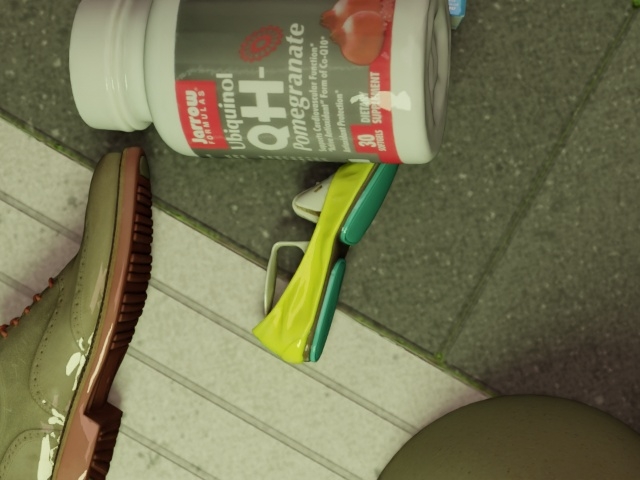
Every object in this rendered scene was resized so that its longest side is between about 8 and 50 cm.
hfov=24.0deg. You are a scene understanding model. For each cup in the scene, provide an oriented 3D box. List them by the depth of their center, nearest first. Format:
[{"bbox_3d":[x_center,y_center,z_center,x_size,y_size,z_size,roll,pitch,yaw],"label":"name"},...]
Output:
[{"bbox_3d":[0.196,0.300,1.285,0.331,0.237,0.331,0,86,-1],"label":"cup"}]

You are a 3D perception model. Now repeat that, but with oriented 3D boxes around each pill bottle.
[{"bbox_3d":[-0.051,-0.160,1.339,0.318,0.176,0.176,2,85,13],"label":"pill bottle"}]

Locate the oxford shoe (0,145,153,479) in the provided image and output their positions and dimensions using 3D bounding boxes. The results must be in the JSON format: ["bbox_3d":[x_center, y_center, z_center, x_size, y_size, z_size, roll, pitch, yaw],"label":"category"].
[{"bbox_3d":[-0.235,0.077,1.358,0.130,0.123,0.348,12,84,6],"label":"oxford shoe"}]

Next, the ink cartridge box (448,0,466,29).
[{"bbox_3d":[0.092,-0.298,1.421,0.104,0.060,0.180,7,85,1],"label":"ink cartridge box"}]

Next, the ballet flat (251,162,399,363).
[{"bbox_3d":[0.000,0.000,1.392,0.077,0.077,0.231,21,87,15],"label":"ballet flat"}]
